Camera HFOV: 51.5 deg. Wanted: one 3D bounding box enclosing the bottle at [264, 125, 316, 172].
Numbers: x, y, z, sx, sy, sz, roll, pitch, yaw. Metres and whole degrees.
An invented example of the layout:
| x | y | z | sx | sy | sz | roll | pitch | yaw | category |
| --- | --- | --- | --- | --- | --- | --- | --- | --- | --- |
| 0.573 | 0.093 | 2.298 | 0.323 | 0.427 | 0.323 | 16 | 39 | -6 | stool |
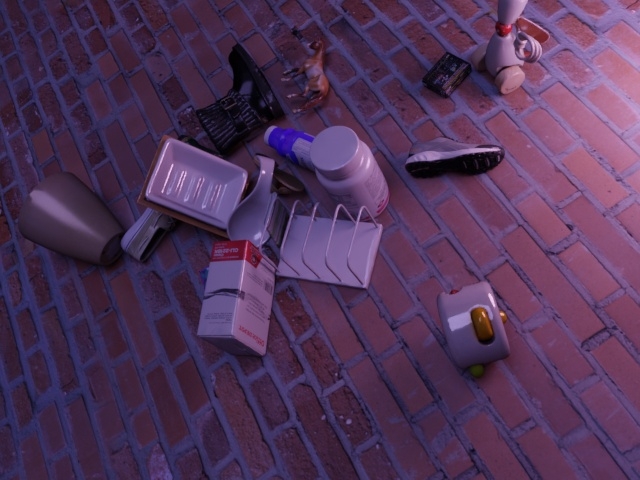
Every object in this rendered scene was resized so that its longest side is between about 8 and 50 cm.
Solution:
| x | y | z | sx | sy | sz | roll | pitch | yaw | category |
| --- | --- | --- | --- | --- | --- | --- | --- | --- | --- |
| -0.046 | -0.271 | 1.997 | 0.283 | 0.118 | 0.092 | 27 | 78 | 28 | bottle |

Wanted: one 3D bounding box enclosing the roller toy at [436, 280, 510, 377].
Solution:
| x | y | z | sx | sy | sz | roll | pitch | yaw | category |
| --- | --- | --- | --- | --- | --- | --- | --- | --- | --- |
| 0.367 | 0.196 | 1.569 | 0.146 | 0.209 | 0.191 | -17 | 41 | 12 | roller toy |

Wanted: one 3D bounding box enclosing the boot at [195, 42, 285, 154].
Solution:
| x | y | z | sx | sy | sz | roll | pitch | yaw | category |
| --- | --- | --- | --- | --- | --- | --- | --- | --- | --- |
| -0.296 | -0.471 | 2.182 | 0.260 | 0.131 | 0.348 | -31 | 59 | 5 | boot |

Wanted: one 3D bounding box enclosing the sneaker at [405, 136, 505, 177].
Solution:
| x | y | z | sx | sy | sz | roll | pitch | yaw | category |
| --- | --- | --- | --- | --- | --- | --- | --- | --- | --- |
| 0.371 | -0.245 | 1.837 | 0.271 | 0.100 | 0.108 | 0 | 61 | 21 | sneaker |

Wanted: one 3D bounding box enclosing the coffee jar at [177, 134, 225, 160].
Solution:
| x | y | z | sx | sy | sz | roll | pitch | yaw | category |
| --- | --- | --- | --- | --- | --- | --- | --- | --- | --- |
| -0.403 | -0.271 | 2.157 | 0.184 | 0.079 | 0.096 | 32 | 93 | 30 | coffee jar |

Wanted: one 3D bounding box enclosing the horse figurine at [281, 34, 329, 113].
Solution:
| x | y | z | sx | sy | sz | roll | pitch | yaw | category |
| --- | --- | --- | --- | --- | --- | --- | --- | --- | --- |
| -0.037 | -0.518 | 2.144 | 0.174 | 0.066 | 0.263 | -23 | 57 | 16 | horse figurine |

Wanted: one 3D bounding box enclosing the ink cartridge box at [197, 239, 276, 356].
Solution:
| x | y | z | sx | sy | sz | roll | pitch | yaw | category |
| --- | --- | --- | --- | --- | --- | --- | --- | --- | --- |
| -0.222 | 0.161 | 1.814 | 0.114 | 0.197 | 0.273 | -5 | 64 | 21 | ink cartridge box |

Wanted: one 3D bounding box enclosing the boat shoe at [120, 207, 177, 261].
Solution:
| x | y | z | sx | sy | sz | roll | pitch | yaw | category |
| --- | --- | --- | --- | --- | --- | --- | --- | --- | --- |
| -0.504 | -0.065 | 2.100 | 0.094 | 0.109 | 0.302 | 40 | 93 | 16 | boat shoe |

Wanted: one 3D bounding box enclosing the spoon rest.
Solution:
| x | y | z | sx | sy | sz | roll | pitch | yaw | category |
| --- | --- | --- | --- | --- | --- | --- | --- | --- | --- |
| -0.190 | -0.107 | 1.940 | 0.084 | 0.137 | 0.276 | -144 | 67 | -70 | spoon rest |

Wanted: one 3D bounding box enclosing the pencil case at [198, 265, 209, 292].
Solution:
| x | y | z | sx | sy | sz | roll | pitch | yaw | category |
| --- | --- | --- | --- | --- | --- | --- | --- | --- | --- |
| -0.314 | 0.152 | 1.931 | 0.070 | 0.064 | 0.152 | -5 | 61 | -9 | pencil case |

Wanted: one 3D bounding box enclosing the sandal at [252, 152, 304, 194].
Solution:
| x | y | z | sx | sy | sz | roll | pitch | yaw | category |
| --- | --- | --- | --- | --- | --- | --- | --- | --- | --- |
| -0.137 | -0.179 | 2.030 | 0.240 | 0.088 | 0.079 | 43 | 117 | 38 | sandal |

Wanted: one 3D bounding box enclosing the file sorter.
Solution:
| x | y | z | sx | sy | sz | roll | pitch | yaw | category |
| --- | --- | --- | --- | --- | --- | --- | --- | --- | --- |
| 0.000 | 0.000 | 1.820 | 0.277 | 0.173 | 0.193 | 7 | 69 | 23 | file sorter |

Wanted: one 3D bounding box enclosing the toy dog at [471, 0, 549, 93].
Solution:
| x | y | z | sx | sy | sz | roll | pitch | yaw | category |
| --- | --- | --- | --- | --- | --- | --- | --- | --- | --- |
| 0.542 | -0.558 | 1.823 | 0.161 | 0.334 | 0.220 | -26 | 83 | -11 | toy dog |

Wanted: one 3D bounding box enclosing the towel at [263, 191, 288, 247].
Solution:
| x | y | z | sx | sy | sz | roll | pitch | yaw | category |
| --- | --- | --- | --- | --- | --- | --- | --- | --- | --- |
| -0.130 | -0.057 | 1.908 | 0.023 | 0.152 | 0.113 | 8 | 68 | 15 | towel |

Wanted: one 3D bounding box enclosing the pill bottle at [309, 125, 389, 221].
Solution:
| x | y | z | sx | sy | sz | roll | pitch | yaw | category |
| --- | --- | --- | --- | --- | --- | --- | --- | --- | --- |
| 0.080 | -0.180 | 1.808 | 0.160 | 0.283 | 0.160 | -8 | 63 | 17 | pill bottle |

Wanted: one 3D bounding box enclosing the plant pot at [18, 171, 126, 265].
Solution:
| x | y | z | sx | sy | sz | roll | pitch | yaw | category |
| --- | --- | --- | --- | --- | --- | --- | --- | --- | --- |
| -0.760 | -0.043 | 2.116 | 0.274 | 0.256 | 0.256 | 31 | 79 | 13 | plant pot |

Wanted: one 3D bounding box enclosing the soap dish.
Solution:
| x | y | z | sx | sy | sz | roll | pitch | yaw | category |
| --- | --- | --- | --- | --- | --- | --- | --- | --- | --- |
| -0.378 | -0.155 | 1.998 | 0.118 | 0.290 | 0.229 | -25 | 46 | 63 | soap dish |

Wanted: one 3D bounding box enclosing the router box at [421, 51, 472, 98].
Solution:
| x | y | z | sx | sy | sz | roll | pitch | yaw | category |
| --- | --- | --- | --- | --- | --- | --- | --- | --- | --- |
| 0.378 | -0.495 | 1.986 | 0.122 | 0.038 | 0.092 | -48 | 58 | -5 | router box |
